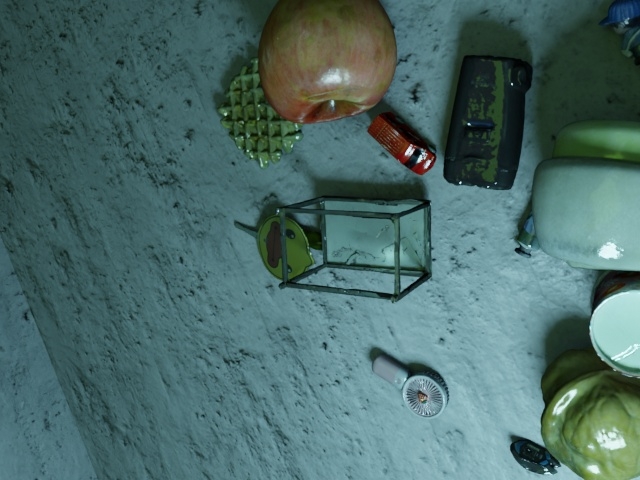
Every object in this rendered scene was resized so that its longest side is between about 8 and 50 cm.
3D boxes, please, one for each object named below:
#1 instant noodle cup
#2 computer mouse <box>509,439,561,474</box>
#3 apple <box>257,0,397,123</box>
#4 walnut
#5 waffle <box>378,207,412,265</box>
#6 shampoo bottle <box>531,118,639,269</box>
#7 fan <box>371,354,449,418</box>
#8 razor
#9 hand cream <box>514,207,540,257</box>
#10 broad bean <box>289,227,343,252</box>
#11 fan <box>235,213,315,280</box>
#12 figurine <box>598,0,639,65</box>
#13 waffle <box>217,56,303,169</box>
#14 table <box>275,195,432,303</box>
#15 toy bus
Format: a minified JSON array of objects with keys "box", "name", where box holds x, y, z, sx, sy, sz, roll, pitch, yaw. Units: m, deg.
[{"box":[0.711,0.175,1.383,0.243,0.231,0.243,6,102,31],"name":"instant noodle cup"},{"box":[0.563,0.578,1.643,0.135,0.079,0.047,21,124,29],"name":"computer mouse"},{"box":[0.012,-0.487,1.603,0.364,0.364,0.364,6,103,30],"name":"apple"},{"box":[0.643,0.406,1.442,0.253,0.282,0.277,2,120,20],"name":"walnut"},{"box":[0.190,-0.018,1.767,0.191,0.038,0.191,7,103,30],"name":"waffle"},{"box":[0.616,-0.086,1.327,0.322,0.322,0.317,14,95,28],"name":"shampoo bottle"},{"box":[0.254,0.413,1.793,0.244,0.074,0.130,28,113,24],"name":"fan"},{"box":[0.412,-0.290,1.540,0.189,0.107,0.327,14,105,28],"name":"razor"},{"box":[0.558,-0.083,1.529,0.091,0.058,0.271,29,108,17],"name":"hand cream"},{"box":[0.000,0.001,1.881,0.297,0.043,0.060,17,98,28],"name":"broad bean"},{"box":[-0.151,0.011,1.971,0.335,0.011,0.229,25,122,31],"name":"fan"},{"box":[0.682,-0.462,1.367,0.086,0.087,0.149,-27,85,-6],"name":"figurine"},{"box":[-0.179,-0.393,1.902,0.292,0.056,0.309,-45,75,30],"name":"waffle"},{"box":[0.092,0.009,1.645,0.335,0.272,0.222,4,102,28],"name":"table"},{"box":[0.220,-0.258,1.671,0.195,0.089,0.081,46,119,15],"name":"toy bus"}]
